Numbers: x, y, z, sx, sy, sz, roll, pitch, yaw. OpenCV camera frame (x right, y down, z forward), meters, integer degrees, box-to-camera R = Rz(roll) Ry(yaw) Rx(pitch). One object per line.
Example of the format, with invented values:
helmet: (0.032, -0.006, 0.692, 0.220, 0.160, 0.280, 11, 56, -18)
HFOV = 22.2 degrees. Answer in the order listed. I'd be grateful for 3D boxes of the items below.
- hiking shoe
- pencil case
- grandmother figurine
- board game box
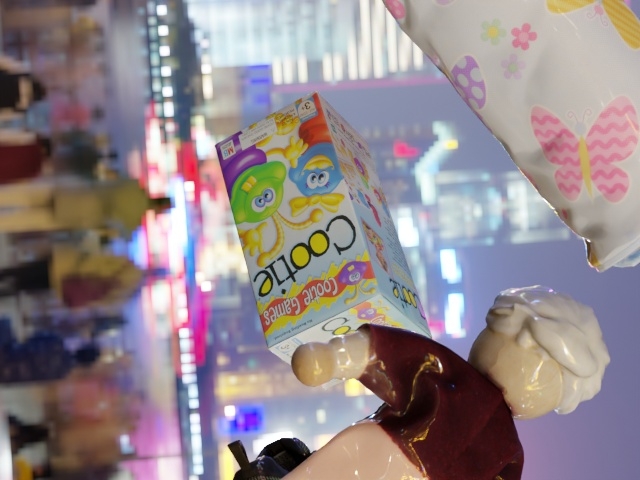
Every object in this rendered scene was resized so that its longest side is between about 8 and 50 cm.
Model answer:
hiking shoe: (0.000, 0.203, 1.239, 0.227, 0.086, 0.114, 33, 40, -66)
pencil case: (0.131, -0.111, 0.996, 0.273, 0.113, 0.124, 50, -51, 7)
grandmother figurine: (0.049, 0.142, 1.028, 0.104, 0.342, 0.208, 17, -41, 57)
board game box: (0.000, 0.000, 1.827, 0.144, 0.142, 0.275, 41, 27, -53)
